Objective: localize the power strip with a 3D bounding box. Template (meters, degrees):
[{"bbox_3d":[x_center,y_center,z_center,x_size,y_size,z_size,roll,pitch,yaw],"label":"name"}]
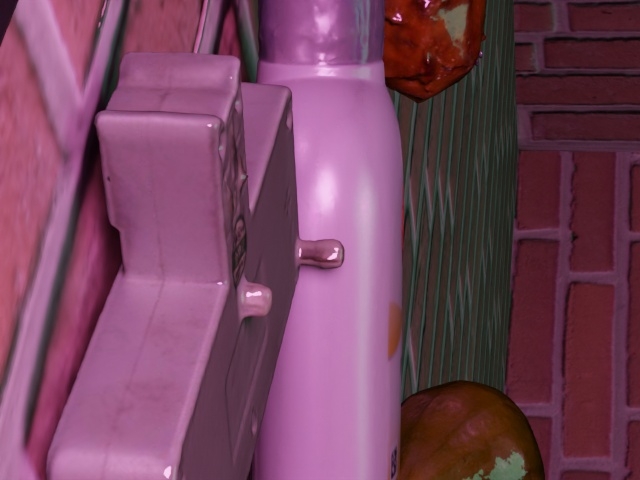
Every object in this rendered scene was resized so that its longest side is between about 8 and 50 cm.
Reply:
[{"bbox_3d":[-0.037,0.013,0.571,0.215,0.061,0.145,-78,167,-53],"label":"power strip"}]

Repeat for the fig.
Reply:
[{"bbox_3d":[0.103,0.182,1.311,0.185,0.127,0.133,-73,176,-72],"label":"fig"}]

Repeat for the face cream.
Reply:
[{"bbox_3d":[0.000,0.000,0.765,0.144,0.071,0.291,-95,-176,-80],"label":"face cream"}]

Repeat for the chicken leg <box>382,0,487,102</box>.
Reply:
[{"bbox_3d":[0.034,-0.224,0.963,0.113,0.093,0.304,145,-60,-79],"label":"chicken leg"}]

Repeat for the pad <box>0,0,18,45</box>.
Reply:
[{"bbox_3d":[-0.094,-0.052,0.380,0.193,0.004,0.116,-81,169,-46],"label":"pad"}]
